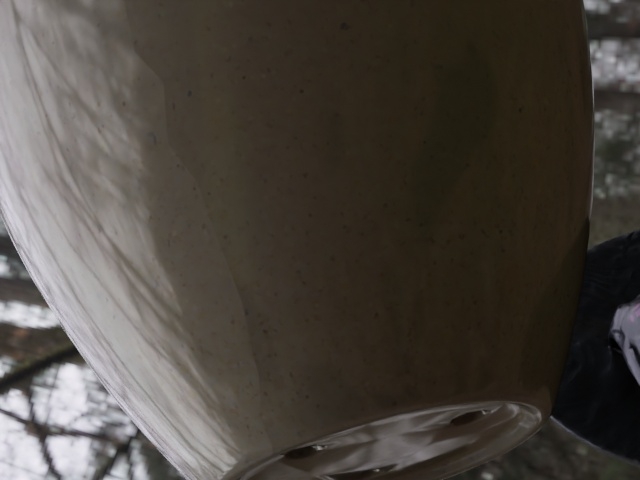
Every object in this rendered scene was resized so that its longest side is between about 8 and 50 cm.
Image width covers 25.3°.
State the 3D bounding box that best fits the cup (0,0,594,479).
[{"bbox_3d":[0.000,0.000,0.715,0.331,0.331,0.237,16,-127,-52],"label":"cup"}]

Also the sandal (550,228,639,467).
[{"bbox_3d":[0.301,0.071,0.812,0.107,0.445,0.167,44,-114,-49],"label":"sandal"}]
